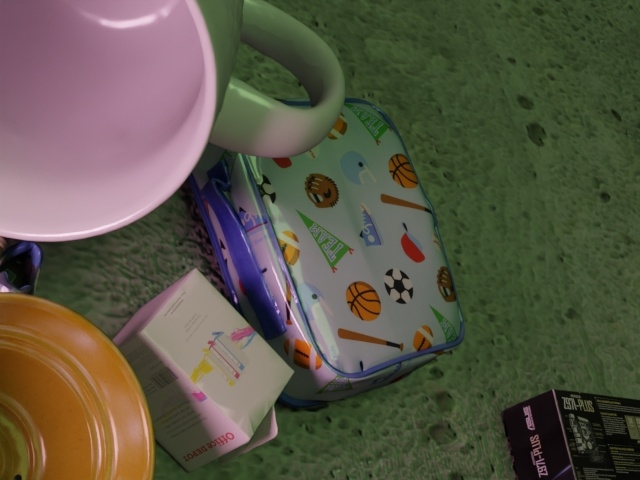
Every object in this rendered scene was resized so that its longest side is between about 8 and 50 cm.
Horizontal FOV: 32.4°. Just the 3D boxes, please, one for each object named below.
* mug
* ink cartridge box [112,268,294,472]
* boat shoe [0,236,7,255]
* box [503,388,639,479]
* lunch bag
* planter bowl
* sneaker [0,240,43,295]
[{"bbox_3d":[-0.153,-0.181,0.896,0.374,0.276,0.328,23,30,-10],"label":"mug"},{"bbox_3d":[-0.101,0.116,0.921,0.143,0.092,0.090,48,42,-11],"label":"ink cartridge box"},{"bbox_3d":[-0.308,-0.002,0.835,0.135,0.050,0.045,16,64,-13],"label":"boat shoe"},{"bbox_3d":[0.302,0.250,1.213,0.180,0.077,0.147,11,58,-38],"label":"box"},{"bbox_3d":[0.000,0.000,1.073,0.243,0.115,0.303,-11,73,-43],"label":"lunch bag"},{"bbox_3d":[-0.232,0.151,0.770,0.217,0.090,0.217,14,66,-35],"label":"planter bowl"},{"bbox_3d":[-0.252,0.051,0.848,0.052,0.058,0.135,33,48,-23],"label":"sneaker"}]
